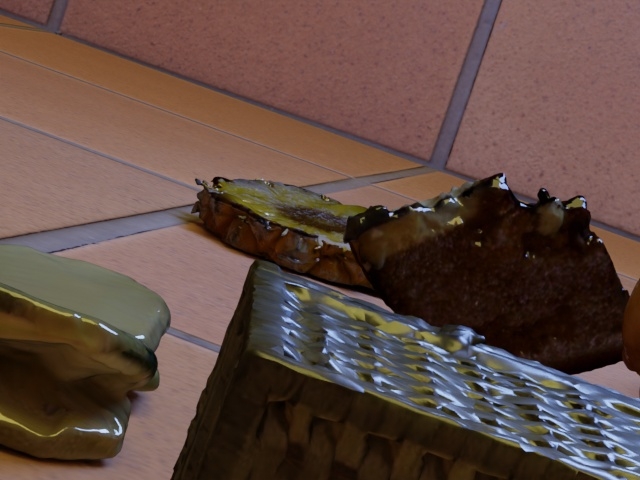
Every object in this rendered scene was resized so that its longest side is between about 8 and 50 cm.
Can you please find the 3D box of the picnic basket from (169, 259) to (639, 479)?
[{"bbox_3d":[0.050,0.099,0.481,0.196,0.134,0.154,18,10,-2],"label":"picnic basket"}]

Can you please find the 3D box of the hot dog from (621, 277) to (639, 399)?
[{"bbox_3d":[0.284,0.075,1.206,0.257,0.153,0.150,0,47,-40],"label":"hot dog"}]

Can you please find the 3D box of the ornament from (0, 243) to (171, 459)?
[{"bbox_3d":[-0.153,0.029,0.824,0.180,0.059,0.201,18,4,-2],"label":"ornament"}]

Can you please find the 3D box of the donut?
[{"bbox_3d":[0.107,0.028,1.333,0.187,0.144,0.126,-13,6,-8],"label":"donut"}]

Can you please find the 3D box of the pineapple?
[{"bbox_3d":[0.000,0.000,1.522,0.221,0.047,0.221,16,10,-3],"label":"pineapple"}]
